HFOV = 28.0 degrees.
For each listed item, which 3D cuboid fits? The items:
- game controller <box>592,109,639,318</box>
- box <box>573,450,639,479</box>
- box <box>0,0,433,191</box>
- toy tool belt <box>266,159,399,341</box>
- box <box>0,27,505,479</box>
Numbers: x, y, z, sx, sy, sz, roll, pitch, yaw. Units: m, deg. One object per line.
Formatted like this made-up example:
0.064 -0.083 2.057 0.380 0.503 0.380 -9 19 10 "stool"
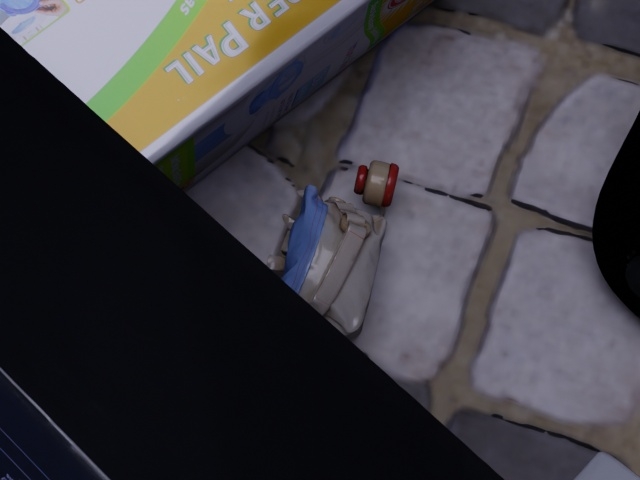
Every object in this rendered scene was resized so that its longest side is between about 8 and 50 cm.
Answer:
0.213 -0.067 0.425 0.067 0.319 0.166 -20 51 -41 "game controller"
0.134 0.168 0.389 0.091 0.130 0.170 -45 47 -9 "box"
-0.043 -0.103 0.535 0.203 0.114 0.103 -38 87 -10 "box"
0.000 0.000 0.537 0.051 0.052 0.083 14 71 1 "toy tool belt"
-0.087 0.071 0.438 0.261 0.184 0.103 42 45 17 "box"
